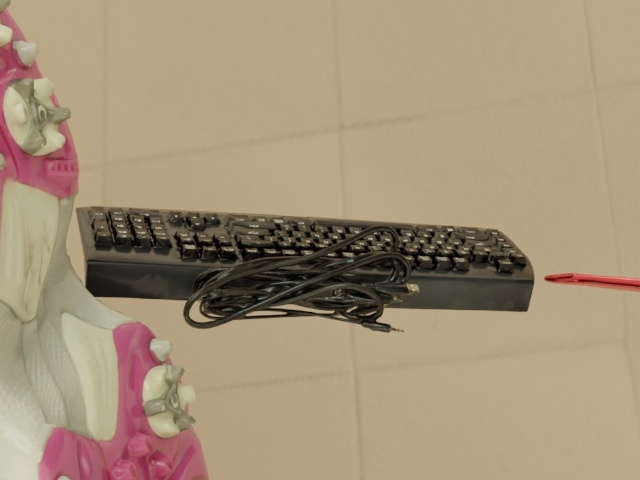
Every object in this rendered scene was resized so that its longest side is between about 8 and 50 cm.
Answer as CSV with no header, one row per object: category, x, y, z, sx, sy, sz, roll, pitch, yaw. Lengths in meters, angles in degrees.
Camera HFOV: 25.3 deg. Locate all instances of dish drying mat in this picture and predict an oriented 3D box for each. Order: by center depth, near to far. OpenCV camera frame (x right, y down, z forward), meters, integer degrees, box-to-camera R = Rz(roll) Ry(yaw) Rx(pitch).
dish drying mat,0.191,0.028,0.945,0.083,0.032,0.008,5,84,-28

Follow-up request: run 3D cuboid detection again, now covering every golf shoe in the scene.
golf shoe,-0.127,0.055,0.486,0.140,0.115,0.306,-12,106,24

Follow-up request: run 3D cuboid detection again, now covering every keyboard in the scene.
keyboard,0.000,0.000,0.581,0.192,0.038,0.100,2,26,-15
